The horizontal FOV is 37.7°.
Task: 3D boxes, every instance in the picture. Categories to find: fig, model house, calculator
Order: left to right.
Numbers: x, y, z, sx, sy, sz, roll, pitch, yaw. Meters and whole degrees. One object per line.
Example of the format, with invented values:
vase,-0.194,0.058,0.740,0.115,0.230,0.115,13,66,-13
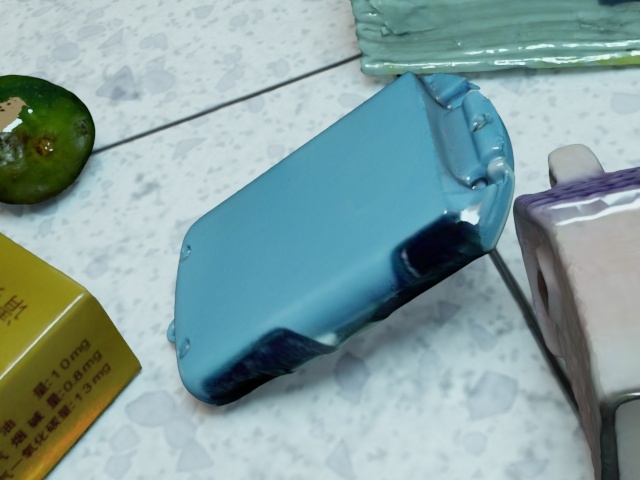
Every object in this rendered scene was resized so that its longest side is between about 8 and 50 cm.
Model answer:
fig,-0.280,-0.097,0.824,0.177,0.117,0.117,25,62,42
calculator,0.000,0.000,0.634,0.293,0.051,0.173,-33,41,24
model house,0.243,0.030,0.527,0.236,0.202,0.237,-15,44,11

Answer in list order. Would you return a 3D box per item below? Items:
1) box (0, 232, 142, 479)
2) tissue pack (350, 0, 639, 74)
box,-0.357,0.158,0.631,0.264,0.116,0.415,28,64,30
tissue pack,0.171,-0.330,0.842,0.287,0.162,0.388,-1,53,11
